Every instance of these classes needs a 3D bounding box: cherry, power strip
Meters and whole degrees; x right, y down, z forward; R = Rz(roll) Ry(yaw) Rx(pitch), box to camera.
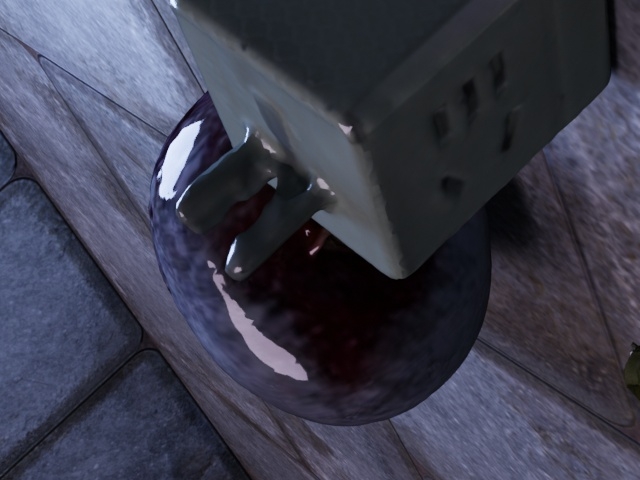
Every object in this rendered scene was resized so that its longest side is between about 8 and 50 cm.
[{"bbox_3d":[0.000,0.000,1.008,0.255,0.218,0.296,49,175,-3],"label":"cherry"},{"bbox_3d":[0.019,-0.080,0.717,0.139,0.224,0.140,39,163,30],"label":"power strip"}]

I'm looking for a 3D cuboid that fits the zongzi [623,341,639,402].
[{"bbox_3d":[0.252,0.109,0.908,0.119,0.055,0.109,40,170,-16],"label":"zongzi"}]
